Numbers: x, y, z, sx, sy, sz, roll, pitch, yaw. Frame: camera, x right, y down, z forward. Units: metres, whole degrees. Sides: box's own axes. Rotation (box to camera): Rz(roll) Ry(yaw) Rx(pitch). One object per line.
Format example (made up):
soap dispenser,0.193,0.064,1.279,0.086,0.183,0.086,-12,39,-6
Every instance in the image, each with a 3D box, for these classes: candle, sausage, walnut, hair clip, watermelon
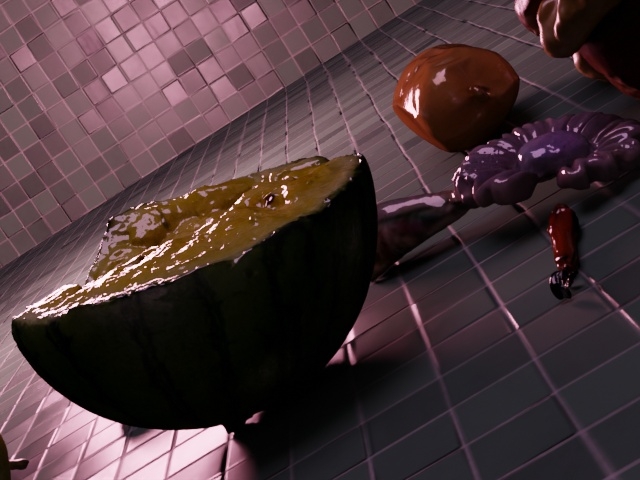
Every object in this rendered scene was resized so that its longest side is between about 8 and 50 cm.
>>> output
candle,0.186,0.004,0.917,0.026,0.021,0.167,-30,12,18
sausage,0.162,-0.175,1.451,0.136,0.120,0.241,-43,12,7
walnut,0.312,-0.258,1.078,0.269,0.244,0.222,-50,52,15
hair clip,0.150,-0.047,1.096,0.300,0.069,0.173,-26,14,30
watermelon,-0.081,0.056,1.017,0.331,0.189,0.331,-17,19,6

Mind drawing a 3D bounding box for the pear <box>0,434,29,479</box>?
pear,-0.380,0.231,1.183,0.180,0.166,0.216,-41,-18,20
